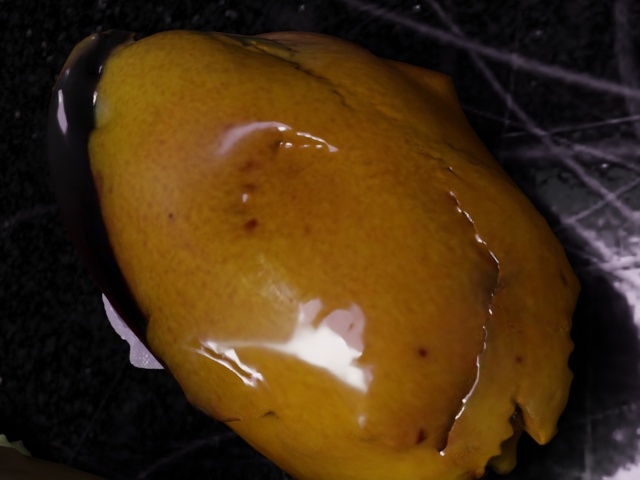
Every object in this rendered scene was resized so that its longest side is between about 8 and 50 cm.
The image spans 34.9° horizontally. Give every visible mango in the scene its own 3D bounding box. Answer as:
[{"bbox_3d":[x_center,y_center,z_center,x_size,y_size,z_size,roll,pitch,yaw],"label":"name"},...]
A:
[{"bbox_3d":[0.000,0.000,0.494,0.201,0.152,0.287,-35,64,1],"label":"mango"}]

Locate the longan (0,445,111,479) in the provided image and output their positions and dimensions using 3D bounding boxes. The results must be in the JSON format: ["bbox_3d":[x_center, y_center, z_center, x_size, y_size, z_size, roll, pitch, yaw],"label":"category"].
[{"bbox_3d":[-0.150,0.272,0.376,0.391,0.391,0.391,-8,72,27],"label":"longan"}]

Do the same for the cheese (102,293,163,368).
[{"bbox_3d":[-0.088,-0.016,0.619,0.105,0.042,0.191,-5,73,27],"label":"cheese"}]

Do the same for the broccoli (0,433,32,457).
[{"bbox_3d":[-0.277,0.241,0.605,0.304,0.165,0.145,-58,27,-13],"label":"broccoli"}]
